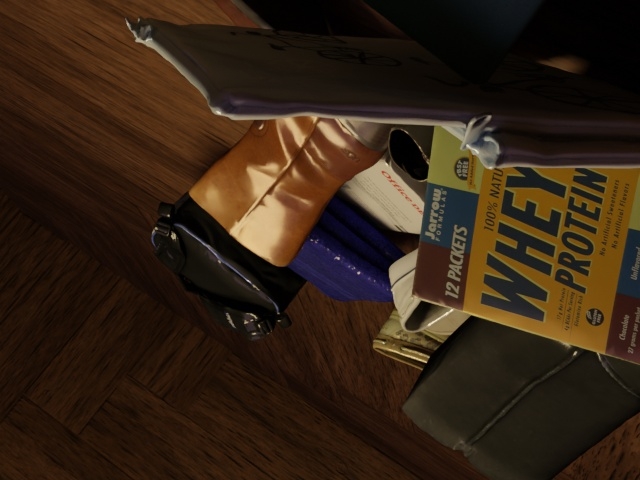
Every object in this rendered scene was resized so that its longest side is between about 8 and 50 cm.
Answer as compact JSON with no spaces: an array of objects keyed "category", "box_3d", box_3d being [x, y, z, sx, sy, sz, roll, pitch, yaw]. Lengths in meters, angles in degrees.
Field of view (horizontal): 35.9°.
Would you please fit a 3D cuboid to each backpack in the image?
[{"category":"backpack","box_3d":[-0.156,0.009,1.642,0.276,0.213,0.263,48,153,-13]}]

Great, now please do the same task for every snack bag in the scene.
[{"category":"snack bag","box_3d":[0.055,-0.107,0.690,0.343,0.037,0.323,1,-161,-20]}]

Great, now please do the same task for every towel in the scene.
[{"category":"towel","box_3d":[0.000,0.000,1.306,0.228,0.076,0.308,33,169,-13]}]

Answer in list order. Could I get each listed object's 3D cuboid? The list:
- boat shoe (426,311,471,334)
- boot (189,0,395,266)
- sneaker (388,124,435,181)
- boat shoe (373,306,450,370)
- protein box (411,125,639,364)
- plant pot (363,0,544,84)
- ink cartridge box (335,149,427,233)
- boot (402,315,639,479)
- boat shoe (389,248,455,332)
[{"category":"boat shoe","box_3d":[0.232,0.067,1.244,0.112,0.095,0.335,48,156,-26]},{"category":"boot","box_3d":[-0.066,-0.134,1.060,0.264,0.096,0.280,38,134,-5]},{"category":"sneaker","box_3d":[0.139,-0.077,0.960,0.083,0.118,0.222,19,155,46]},{"category":"boat shoe","box_3d":[0.223,0.215,1.622,0.285,0.089,0.104,31,162,19]},{"category":"protein box","box_3d":[0.210,-0.013,0.747,0.201,0.135,0.200,15,-163,31]},{"category":"plant pot","box_3d":[0.107,-0.238,0.536,0.166,0.165,0.234,38,157,-1]},{"category":"ink cartridge box","box_3d":[0.081,-0.078,1.138,0.139,0.082,0.191,44,161,-28]},{"category":"boot","box_3d":[0.310,0.184,1.039,0.367,0.146,0.445,46,143,11]},{"category":"boat shoe","box_3d":[0.159,0.035,1.053,0.095,0.084,0.258,4,158,-20]}]
